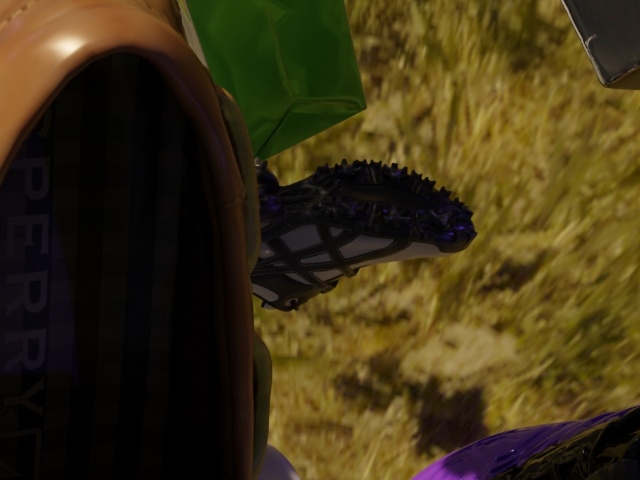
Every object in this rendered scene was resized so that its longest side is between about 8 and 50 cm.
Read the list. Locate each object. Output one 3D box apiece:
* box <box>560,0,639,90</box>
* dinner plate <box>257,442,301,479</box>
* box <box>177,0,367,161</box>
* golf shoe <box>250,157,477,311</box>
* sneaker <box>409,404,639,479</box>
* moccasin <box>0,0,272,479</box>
[{"bbox_3d":[0.314,-0.287,1.527,0.212,0.395,0.294,-31,76,29],"label":"box"},{"bbox_3d":[-0.076,0.184,1.275,0.141,0.017,0.141,-2,67,4],"label":"dinner plate"},{"bbox_3d":[-0.076,-0.232,1.581,0.126,0.262,0.231,-27,60,-7],"label":"box"},{"bbox_3d":[0.000,0.000,1.280,0.198,0.094,0.077,5,35,0],"label":"golf shoe"},{"bbox_3d":[0.140,0.125,0.968,0.293,0.146,0.102,-18,77,14],"label":"sneaker"},{"bbox_3d":[-0.068,0.110,0.546,0.139,0.147,0.380,-1,111,-26],"label":"moccasin"}]
